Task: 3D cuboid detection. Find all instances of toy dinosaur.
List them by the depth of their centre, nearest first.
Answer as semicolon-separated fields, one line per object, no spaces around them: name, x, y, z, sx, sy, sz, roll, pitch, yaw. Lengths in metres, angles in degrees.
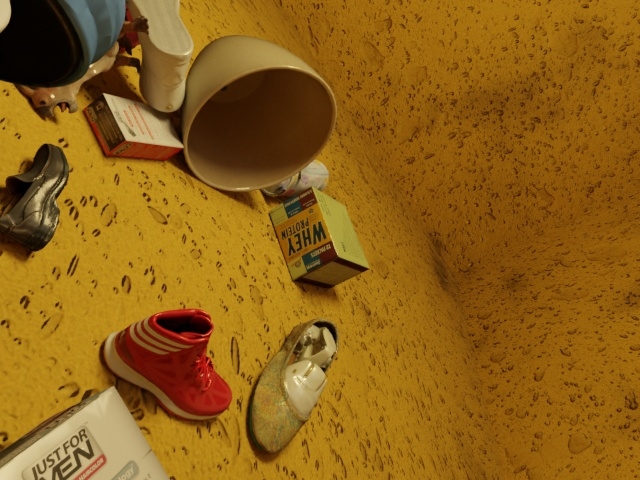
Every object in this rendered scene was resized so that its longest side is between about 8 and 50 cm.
toy dinosaur;-0.405;-0.342;0.869;0.200;0.127;0.296;-11;50;-28

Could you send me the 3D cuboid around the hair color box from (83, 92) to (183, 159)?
hair color box;-0.331;-0.200;0.958;0.093;0.053;0.167;63;18;5

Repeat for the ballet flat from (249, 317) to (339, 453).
ballet flat;-0.033;0.246;0.995;0.123;0.123;0.348;57;20;-10

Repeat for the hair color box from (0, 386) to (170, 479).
hair color box;-0.186;0.349;0.479;0.375;0.113;0.185;61;19;-3

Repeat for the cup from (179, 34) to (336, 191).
cup;-0.164;-0.303;1.151;0.331;0.331;0.237;30;27;-55

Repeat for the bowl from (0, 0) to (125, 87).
bowl;-0.389;-0.285;0.503;0.391;0.391;0.077;37;64;-49

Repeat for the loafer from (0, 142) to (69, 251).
loafer;-0.368;-0.069;0.681;0.061;0.062;0.170;34;32;-43

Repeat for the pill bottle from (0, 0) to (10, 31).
pill bottle;-0.380;-0.135;0.421;0.152;0.272;0.152;50;23;-30

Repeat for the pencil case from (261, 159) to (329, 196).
pencil case;-0.072;-0.180;1.463;0.114;0.124;0.273;63;19;7

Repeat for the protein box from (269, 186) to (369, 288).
protein box;0.000;0.000;1.374;0.201;0.136;0.200;22;43;-61

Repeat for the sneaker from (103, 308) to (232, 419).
sneaker;-0.171;0.173;0.730;0.221;0.128;0.087;41;29;-41

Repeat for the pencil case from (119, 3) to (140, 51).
pencil case;-0.427;-0.479;1.047;0.098;0.095;0.209;-51;118;-31

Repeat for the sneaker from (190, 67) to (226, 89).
sneaker;-0.201;-0.350;1.329;0.282;0.153;0.099;61;20;1

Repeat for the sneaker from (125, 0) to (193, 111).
sneaker;-0.318;-0.379;1.008;0.108;0.169;0.293;-4;57;-26
